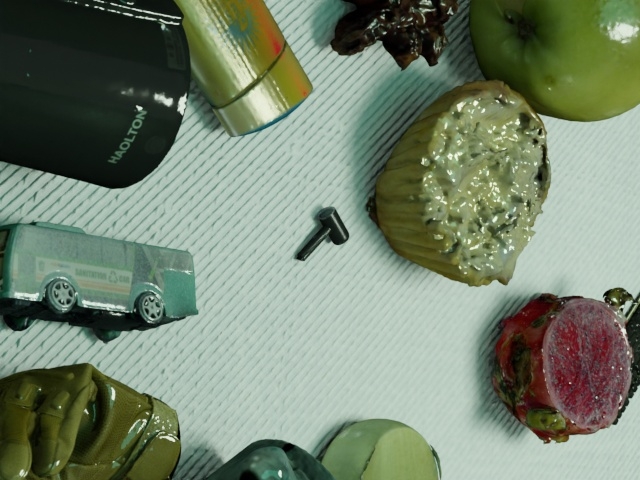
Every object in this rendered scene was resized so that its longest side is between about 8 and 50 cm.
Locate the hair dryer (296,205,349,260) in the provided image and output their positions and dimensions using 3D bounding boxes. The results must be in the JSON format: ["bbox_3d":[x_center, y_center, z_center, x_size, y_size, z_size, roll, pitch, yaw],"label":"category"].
[{"bbox_3d":[0.000,0.000,1.971,0.083,0.026,0.047,-47,121,-31],"label":"hair dryer"}]

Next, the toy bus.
[{"bbox_3d":[-0.249,0.046,1.674,0.261,0.091,0.109,12,71,-46],"label":"toy bus"}]

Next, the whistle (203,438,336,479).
[{"bbox_3d":[-0.053,0.409,1.798,0.168,0.188,0.405,-34,114,-41],"label":"whistle"}]

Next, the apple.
[{"bbox_3d":[0.343,-0.302,2.139,0.254,0.292,0.292,-17,102,-41],"label":"apple"}]

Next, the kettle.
[{"bbox_3d":[-0.286,-0.184,1.516,0.308,0.262,0.203,11,62,-43],"label":"kettle"}]

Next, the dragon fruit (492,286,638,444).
[{"bbox_3d":[0.341,0.176,2.254,0.211,0.147,0.282,53,51,-20],"label":"dragon fruit"}]

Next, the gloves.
[{"bbox_3d":[-0.278,0.199,1.594,0.331,0.154,0.141,15,57,-55],"label":"gloves"}]

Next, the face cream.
[{"bbox_3d":[-0.116,-0.248,1.821,0.139,0.067,0.285,-50,124,-30],"label":"face cream"}]

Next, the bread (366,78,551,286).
[{"bbox_3d":[0.192,-0.078,2.082,0.274,0.149,0.274,-9,102,-48],"label":"bread"}]

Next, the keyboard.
[{"bbox_3d":[0.508,0.157,2.493,0.317,0.027,0.106,-51,123,-34],"label":"keyboard"}]

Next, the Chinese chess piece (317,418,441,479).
[{"bbox_3d":[0.072,0.321,2.008,0.188,0.083,0.188,-1,91,-49],"label":"Chinese chess piece"}]

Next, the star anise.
[{"bbox_3d":[0.101,-0.309,2.008,0.220,0.125,0.190,-47,125,-39],"label":"star anise"}]
